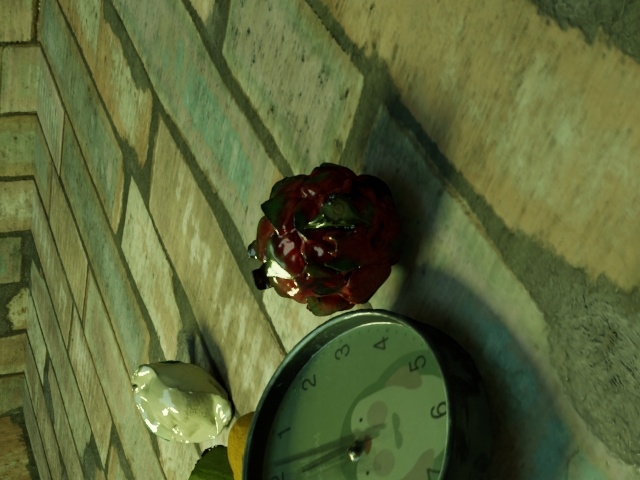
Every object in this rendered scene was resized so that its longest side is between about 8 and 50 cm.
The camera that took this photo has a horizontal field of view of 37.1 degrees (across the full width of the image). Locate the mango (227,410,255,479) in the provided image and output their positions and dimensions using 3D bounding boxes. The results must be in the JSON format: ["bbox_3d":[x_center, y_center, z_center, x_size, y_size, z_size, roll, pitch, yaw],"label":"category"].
[{"bbox_3d":[-0.058,0.351,1.374,0.262,0.109,0.157,46,131,48],"label":"mango"}]

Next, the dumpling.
[{"bbox_3d":[-0.250,0.299,1.713,0.181,0.111,0.155,39,123,38],"label":"dumpling"}]

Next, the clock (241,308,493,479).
[{"bbox_3d":[0.038,0.228,1.029,0.319,0.066,0.319,-27,50,37],"label":"clock"}]

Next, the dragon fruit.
[{"bbox_3d":[0.006,-0.001,1.100,0.188,0.182,0.182,17,112,47],"label":"dragon fruit"}]

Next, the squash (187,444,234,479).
[{"bbox_3d":[-0.084,0.450,1.550,0.260,0.189,0.189,9,108,26],"label":"squash"}]

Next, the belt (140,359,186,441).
[{"bbox_3d":[-0.289,0.303,1.812,0.079,0.121,0.151,-30,70,60],"label":"belt"}]
